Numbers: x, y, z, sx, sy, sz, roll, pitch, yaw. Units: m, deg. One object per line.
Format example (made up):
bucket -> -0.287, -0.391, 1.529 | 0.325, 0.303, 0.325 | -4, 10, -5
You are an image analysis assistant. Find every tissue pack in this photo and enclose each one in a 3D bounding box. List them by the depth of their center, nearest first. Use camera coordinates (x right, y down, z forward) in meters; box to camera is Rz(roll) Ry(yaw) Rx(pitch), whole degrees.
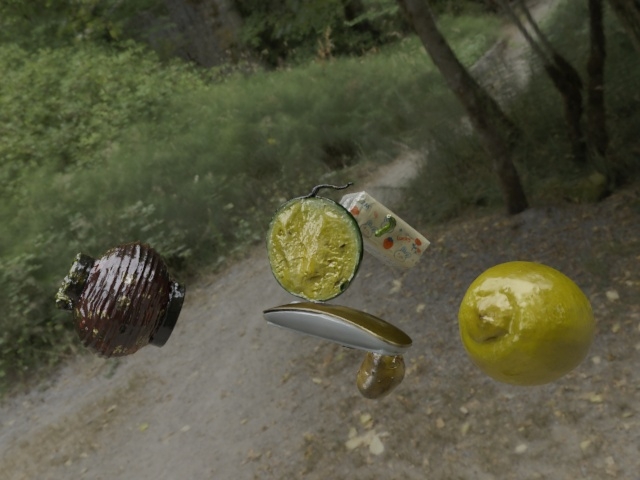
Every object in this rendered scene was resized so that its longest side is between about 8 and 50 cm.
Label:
tissue pack -> 0.128, -0.023, 1.453 | 0.092, 0.196, 0.148 | -57, 13, -8

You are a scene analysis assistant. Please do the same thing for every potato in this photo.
potato -> 0.179, 0.386, 1.902 | 0.175, 0.137, 0.137 | -61, 6, 14

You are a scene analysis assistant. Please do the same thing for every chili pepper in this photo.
chili pepper -> 0.121, -0.025, 1.178 | 0.031, 0.017, 0.083 | -6, -21, -23

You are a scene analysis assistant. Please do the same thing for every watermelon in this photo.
watermelon -> -0.002, 0.008, 1.313 | 0.204, 0.231, 0.127 | -6, -1, 24

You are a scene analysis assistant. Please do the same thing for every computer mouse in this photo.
computer mouse -> 0.021, 0.105, 0.826 | 0.199, 0.044, 0.102 | 11, 0, 30

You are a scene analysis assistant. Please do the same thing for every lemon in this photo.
lemon -> 0.528, 0.214, 1.655 | 0.348, 0.347, 0.348 | -26, 13, 6

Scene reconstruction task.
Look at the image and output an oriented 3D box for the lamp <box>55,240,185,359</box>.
lamp -> -0.394, 0.114, 1.264 | 0.247, 0.246, 0.247 | -26, 13, 6
